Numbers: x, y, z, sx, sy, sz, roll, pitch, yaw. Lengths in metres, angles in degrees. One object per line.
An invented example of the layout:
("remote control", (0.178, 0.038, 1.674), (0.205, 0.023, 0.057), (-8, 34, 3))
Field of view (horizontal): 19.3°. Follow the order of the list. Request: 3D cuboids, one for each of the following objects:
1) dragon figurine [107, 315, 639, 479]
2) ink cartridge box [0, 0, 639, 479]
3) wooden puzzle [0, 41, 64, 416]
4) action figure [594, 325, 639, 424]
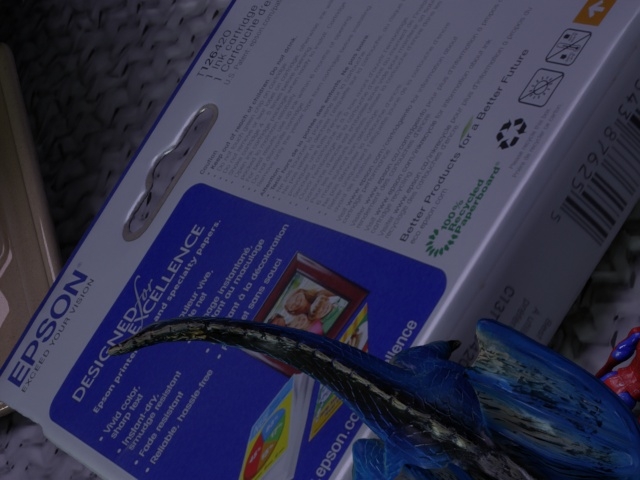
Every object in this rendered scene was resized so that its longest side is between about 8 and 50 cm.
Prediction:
("dragon figurine", (0.066, 0.084, 0.687), (0.085, 0.289, 0.144), (-57, 3, -9))
("ink cartridge box", (0.000, 0.000, 0.906), (0.303, 0.072, 0.307), (-58, 32, -7))
("wooden puzzle", (-0.250, 0.025, 1.093), (0.238, 0.044, 0.221), (-26, 63, 17))
("action figure", (0.121, 0.066, 0.780), (0.115, 0.030, 0.038), (-40, 46, 22))
